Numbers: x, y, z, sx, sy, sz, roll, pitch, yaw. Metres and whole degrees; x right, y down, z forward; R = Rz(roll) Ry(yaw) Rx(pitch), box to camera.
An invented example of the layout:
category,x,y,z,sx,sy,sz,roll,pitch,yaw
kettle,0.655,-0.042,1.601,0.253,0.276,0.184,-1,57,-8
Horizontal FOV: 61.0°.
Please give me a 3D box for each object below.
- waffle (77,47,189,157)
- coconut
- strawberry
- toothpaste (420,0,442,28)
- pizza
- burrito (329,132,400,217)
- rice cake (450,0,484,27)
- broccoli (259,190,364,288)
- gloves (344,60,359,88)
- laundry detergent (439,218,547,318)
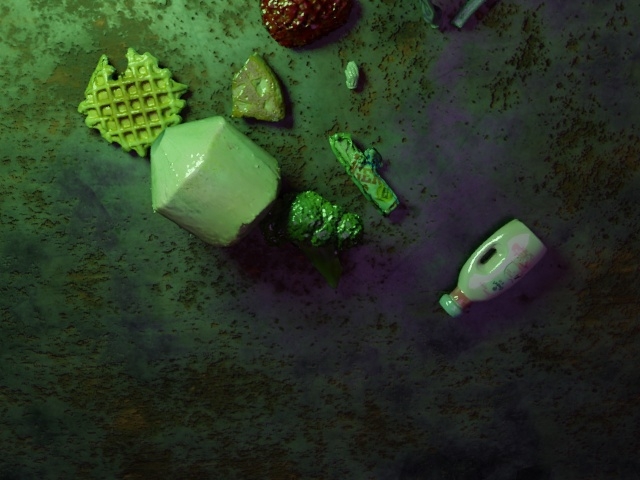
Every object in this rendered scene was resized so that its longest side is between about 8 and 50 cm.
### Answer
category,x,y,z,sx,sy,sz,roll,pitch,yaw
waffle,-0.485,-0.360,1.420,0.250,0.056,0.261,31,102,-12
coconut,-0.284,-0.161,1.374,0.310,0.297,0.297,39,102,-21
strawberry,-0.034,-0.580,1.343,0.237,0.111,0.190,-5,106,-2
toothpaste,0.226,-0.607,1.295,0.301,0.075,0.048,30,87,-52
pizza,-0.172,-0.376,1.432,0.161,0.062,0.182,-38,111,2
burrito,0.135,-0.192,1.505,0.104,0.054,0.288,-38,106,8
rice cake,0.415,-0.629,1.391,0.033,0.033,0.207,41,102,-15
broccoli,0.005,-0.032,1.498,0.302,0.186,0.254,28,141,-30
gloves,0.087,-0.432,1.439,0.044,0.037,0.080,-22,105,-34
laundry detergent,0.495,0.095,1.600,0.159,0.088,0.335,44,101,-10
